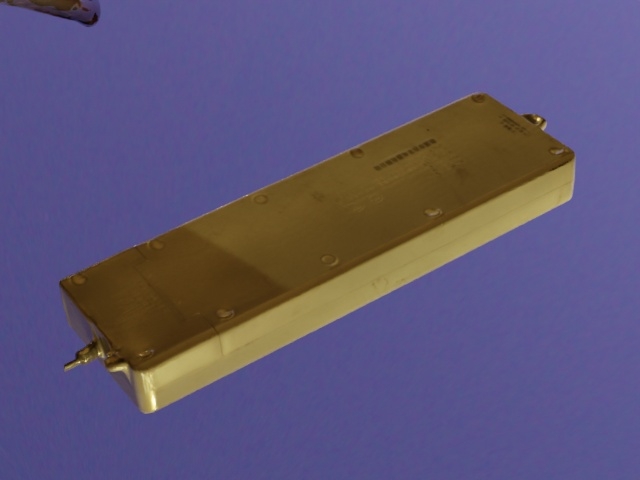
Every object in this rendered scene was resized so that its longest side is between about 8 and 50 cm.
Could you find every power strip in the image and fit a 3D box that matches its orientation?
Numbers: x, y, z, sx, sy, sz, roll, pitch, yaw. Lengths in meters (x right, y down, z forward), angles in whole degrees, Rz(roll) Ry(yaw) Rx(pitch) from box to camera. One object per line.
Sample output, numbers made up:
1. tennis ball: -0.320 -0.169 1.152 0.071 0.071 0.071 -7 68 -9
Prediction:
1. power strip: 0.000 0.000 0.837 0.367 0.043 0.106 -25 -136 -24

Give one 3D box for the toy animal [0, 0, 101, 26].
1. toy animal: -0.074 -0.157 0.329 0.090 0.324 0.195 46 -140 19
